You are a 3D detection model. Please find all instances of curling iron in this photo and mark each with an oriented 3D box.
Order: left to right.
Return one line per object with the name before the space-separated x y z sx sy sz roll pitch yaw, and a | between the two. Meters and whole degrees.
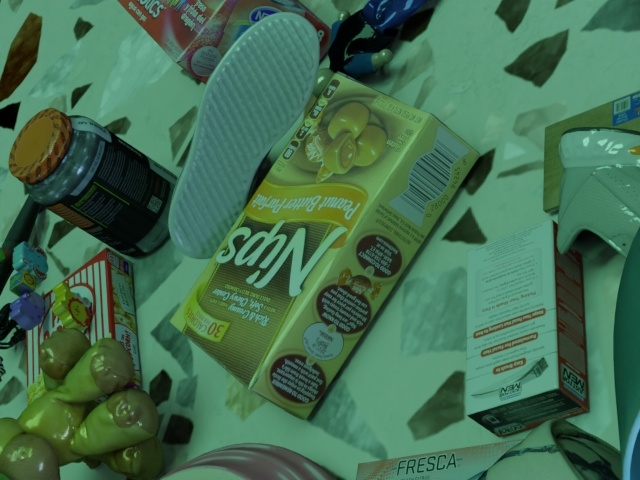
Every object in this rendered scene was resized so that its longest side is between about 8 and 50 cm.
curling iron | -0.394 0.030 1.922 0.035 0.068 0.274 -28 40 33

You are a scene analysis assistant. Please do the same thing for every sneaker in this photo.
sneaker | -0.085 -0.128 1.613 0.282 0.102 0.161 -60 4 16
sneaker | 0.301 -0.024 1.199 0.262 0.099 0.121 4 83 50

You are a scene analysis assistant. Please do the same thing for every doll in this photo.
doll | 0.056 -0.228 1.631 0.189 0.046 0.129 -46 38 12

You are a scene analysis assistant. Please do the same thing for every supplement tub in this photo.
supplement tub | -0.263 -0.070 1.739 0.117 0.190 0.117 -27 46 31

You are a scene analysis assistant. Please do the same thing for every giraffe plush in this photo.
giraffe plush | -0.290 0.203 1.534 0.170 0.181 0.210 -30 11 -40

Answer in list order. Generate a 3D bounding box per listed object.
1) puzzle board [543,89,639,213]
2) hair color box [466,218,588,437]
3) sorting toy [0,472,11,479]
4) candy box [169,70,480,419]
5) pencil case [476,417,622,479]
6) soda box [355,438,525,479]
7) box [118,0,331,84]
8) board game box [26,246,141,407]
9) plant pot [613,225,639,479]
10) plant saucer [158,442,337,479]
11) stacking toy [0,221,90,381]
puzzle board | 0.257 -0.083 1.339 0.128 0.011 0.096 -20 48 36
hair color box | 0.176 0.075 1.276 0.093 0.053 0.167 -22 47 34
sorting toy | -0.347 0.313 1.486 0.127 0.365 0.126 -42 5 -27
candy box | 0.000 0.000 1.490 0.316 0.087 0.183 -56 36 -2
pencil case | 0.103 0.313 1.093 0.410 0.160 0.183 -46 70 11
soda box | 0.111 0.213 1.240 0.183 0.058 0.063 -17 52 40
box | -0.129 -0.280 1.783 0.142 0.154 0.300 -50 37 6
board game box | -0.280 0.124 1.734 0.146 0.045 0.193 -36 41 23
plant pot | 0.322 0.060 0.957 0.293 0.293 0.235 -37 28 23
plant saucer | -0.106 0.335 1.337 0.332 0.084 0.332 -21 52 30
stacking toy | -0.346 0.054 1.782 0.167 0.052 0.221 -32 41 24
